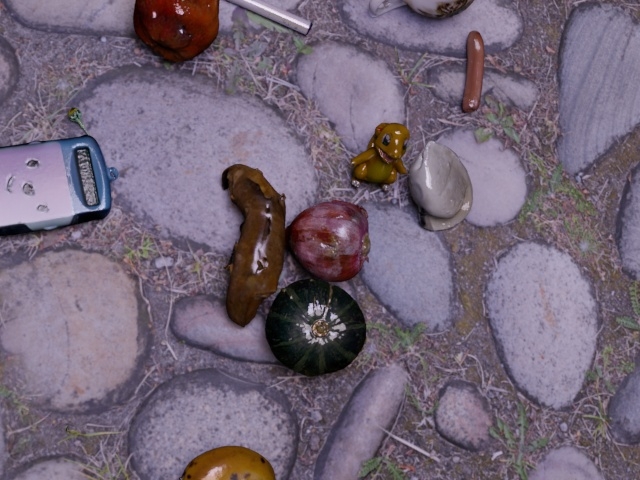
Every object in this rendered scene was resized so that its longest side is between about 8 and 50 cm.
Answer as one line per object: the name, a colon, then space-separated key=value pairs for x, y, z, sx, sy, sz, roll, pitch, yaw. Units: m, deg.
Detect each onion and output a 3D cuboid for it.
onion: x=0.000 y=0.000 z=1.742 sx=0.194 sy=0.159 sz=0.160 roll=4 pitch=75 yaw=16

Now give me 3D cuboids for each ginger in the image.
ginger: x=-0.126 y=0.000 z=1.710 sx=0.133 sy=0.107 sz=0.309 roll=-9 pitch=70 yaw=18

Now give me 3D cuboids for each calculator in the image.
calculator: x=-0.518 y=-0.099 z=1.662 sx=0.293 sy=0.051 sz=0.173 roll=-11 pitch=79 yaw=-17

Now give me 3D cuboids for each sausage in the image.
sausage: x=0.332 y=-0.366 z=1.961 sx=0.043 sy=0.043 sz=0.186 roll=10 pitch=76 yaw=-13

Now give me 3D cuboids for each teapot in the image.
teapot: x=0.233 y=-0.567 z=1.931 sx=0.298 sy=0.139 sz=0.204 roll=-24 pitch=86 yaw=-21

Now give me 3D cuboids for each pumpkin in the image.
pumpkin: x=-0.009 y=0.165 z=1.690 sx=0.190 sy=0.146 sz=0.190 roll=-1 pitch=83 yaw=8

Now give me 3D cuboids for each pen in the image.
pen: x=-0.143 y=-0.489 z=1.863 sx=0.269 sy=0.033 sz=0.033 roll=22 pitch=73 yaw=-9

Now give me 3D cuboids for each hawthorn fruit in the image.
hawthorn fruit: x=-0.271 y=-0.441 z=1.752 sx=0.179 sy=0.173 sz=0.173 roll=-39 pitch=90 yaw=-19

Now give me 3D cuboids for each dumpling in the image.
dumpling: x=0.246 y=-0.112 z=1.852 sx=0.150 sy=0.092 sz=0.176 roll=-15 pitch=87 yaw=-33

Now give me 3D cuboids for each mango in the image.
mango: x=-0.168 y=0.427 z=1.619 sx=0.178 sy=0.090 sz=0.115 roll=-12 pitch=93 yaw=-21

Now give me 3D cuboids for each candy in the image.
candy: x=-0.452 y=-0.218 z=1.726 sx=0.023 sy=0.025 sz=0.083 roll=-35 pitch=98 yaw=8

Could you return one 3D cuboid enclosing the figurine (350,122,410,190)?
figurine: x=0.128 y=-0.186 z=1.799 sx=0.121 sy=0.176 sz=0.122 roll=11 pitch=63 yaw=-15
